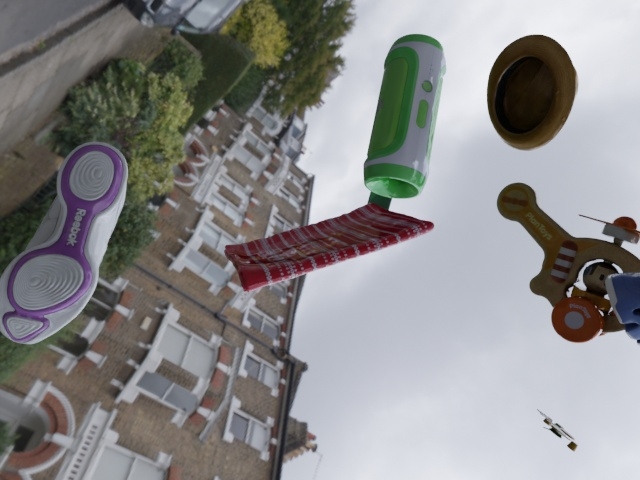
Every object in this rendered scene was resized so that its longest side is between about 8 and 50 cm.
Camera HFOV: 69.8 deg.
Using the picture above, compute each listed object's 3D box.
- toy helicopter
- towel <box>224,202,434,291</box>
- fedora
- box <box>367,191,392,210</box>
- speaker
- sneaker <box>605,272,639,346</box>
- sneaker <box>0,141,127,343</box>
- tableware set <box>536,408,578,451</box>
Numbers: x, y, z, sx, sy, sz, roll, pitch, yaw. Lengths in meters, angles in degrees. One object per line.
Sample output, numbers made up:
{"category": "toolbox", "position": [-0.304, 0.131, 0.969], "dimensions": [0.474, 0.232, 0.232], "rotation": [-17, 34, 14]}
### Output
{"category": "toy helicopter", "position": [0.488, 0.007, 0.889], "dimensions": [0.235, 0.140, 0.355], "rotation": [-52, -126, 30]}
{"category": "towel", "position": [0.000, 0.000, 0.678], "dimensions": [0.274, 0.031, 0.199], "rotation": [-17, -165, -13]}
{"category": "fedora", "position": [0.368, -0.250, 0.778], "dimensions": [0.079, 0.195, 0.194], "rotation": [-15, -165, -19]}
{"category": "box", "position": [0.160, -0.145, 1.116], "dimensions": [0.232, 0.058, 0.322], "rotation": [-14, 119, -83]}
{"category": "speaker", "position": [0.163, -0.237, 0.882], "dimensions": [0.131, 0.131, 0.297], "rotation": [-9, -115, 57]}
{"category": "sneaker", "position": [0.597, 0.141, 0.678], "dimensions": [0.182, 0.315, 0.128], "rotation": [-31, -156, 46]}
{"category": "sneaker", "position": [-0.369, 0.008, 0.696], "dimensions": [0.305, 0.114, 0.152], "rotation": [-68, -165, -12]}
{"category": "tableware set", "position": [0.661, 0.532, 1.271], "dimensions": [0.024, 0.104, 0.154], "rotation": [-56, 178, 5]}
